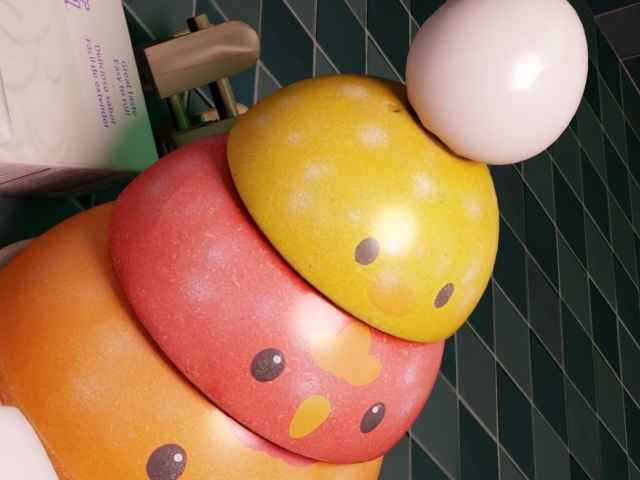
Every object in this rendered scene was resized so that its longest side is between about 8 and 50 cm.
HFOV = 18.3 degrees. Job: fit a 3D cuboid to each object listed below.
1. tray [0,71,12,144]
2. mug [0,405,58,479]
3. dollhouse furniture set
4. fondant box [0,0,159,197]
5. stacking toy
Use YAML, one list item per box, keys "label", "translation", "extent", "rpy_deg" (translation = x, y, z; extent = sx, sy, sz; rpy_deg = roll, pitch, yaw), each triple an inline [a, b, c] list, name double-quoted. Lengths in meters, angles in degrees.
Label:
- label: "tray"
  translation: [-0.315, -0.128, 1.245]
  extent: [0.270, 0.030, 0.145]
  rpy_deg: [-5, 81, -39]
- label: "mug"
  translation: [-0.277, 0.235, 0.920]
  extent: [0.374, 0.276, 0.328]
  rpy_deg: [5, 84, -21]
- label: "dollhouse furniture set"
  translation: [-0.081, -0.182, 1.698]
  extent: [0.212, 0.161, 0.242]
  rpy_deg: [-154, -134, -79]
- label: "fondant box"
  translation: [-0.258, -0.158, 1.470]
  extent: [0.330, 0.096, 0.238]
  rpy_deg: [1, 74, -68]
- label: "stacking toy"
  translation: [0.000, 0.000, 1.380]
  extent: [0.350, 0.480, 0.351]
  rpy_deg: [31, 28, -19]
